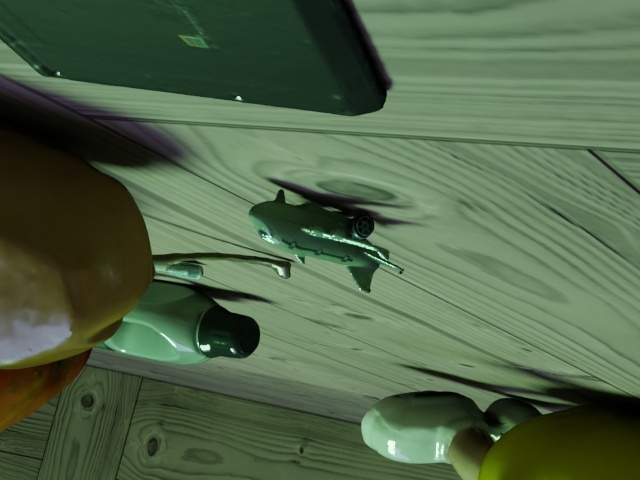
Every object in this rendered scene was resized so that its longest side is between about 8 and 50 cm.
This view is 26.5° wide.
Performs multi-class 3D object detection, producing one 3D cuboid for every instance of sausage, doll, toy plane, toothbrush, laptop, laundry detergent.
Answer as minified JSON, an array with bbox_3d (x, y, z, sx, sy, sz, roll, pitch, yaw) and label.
[{"bbox_3d":[-0.196,-0.009,0.648,0.241,0.120,0.136,18,-157,-11],"label":"sausage"},{"bbox_3d":[0.213,0.222,1.253,0.348,0.161,0.423,1,-172,1],"label":"doll"},{"bbox_3d":[0.001,-0.003,0.670,0.083,0.033,0.080,27,166,-27],"label":"toy plane"},{"bbox_3d":[-0.172,0.015,1.058,0.204,0.017,0.022,7,178,35],"label":"toothbrush"},{"bbox_3d":[-0.059,-0.076,0.385,0.135,0.016,0.197,10,170,15],"label":"laptop"},{"bbox_3d":[-0.149,0.070,1.180,0.226,0.070,0.099,8,162,36],"label":"laundry detergent"}]

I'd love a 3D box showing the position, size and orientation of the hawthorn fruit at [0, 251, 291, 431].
[{"bbox_3d":[-0.154,0.018,0.822,0.285,0.165,0.165,-18,-171,-31],"label":"hawthorn fruit"}]
